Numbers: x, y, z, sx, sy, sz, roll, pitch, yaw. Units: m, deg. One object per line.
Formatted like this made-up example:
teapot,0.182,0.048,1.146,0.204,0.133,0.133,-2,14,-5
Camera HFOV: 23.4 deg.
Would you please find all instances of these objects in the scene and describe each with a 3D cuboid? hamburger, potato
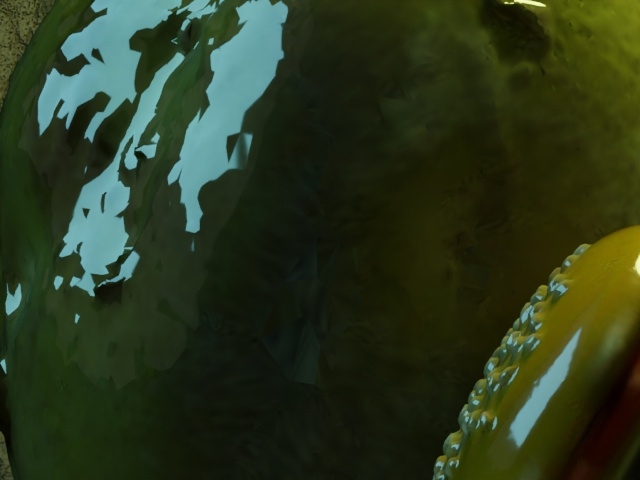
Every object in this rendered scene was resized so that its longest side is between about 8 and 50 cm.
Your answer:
hamburger,0.109,0.073,0.544,0.162,0.115,0.162,-57,-6,-9
potato,0.000,0.000,0.754,0.319,0.385,0.442,-16,-63,-83
